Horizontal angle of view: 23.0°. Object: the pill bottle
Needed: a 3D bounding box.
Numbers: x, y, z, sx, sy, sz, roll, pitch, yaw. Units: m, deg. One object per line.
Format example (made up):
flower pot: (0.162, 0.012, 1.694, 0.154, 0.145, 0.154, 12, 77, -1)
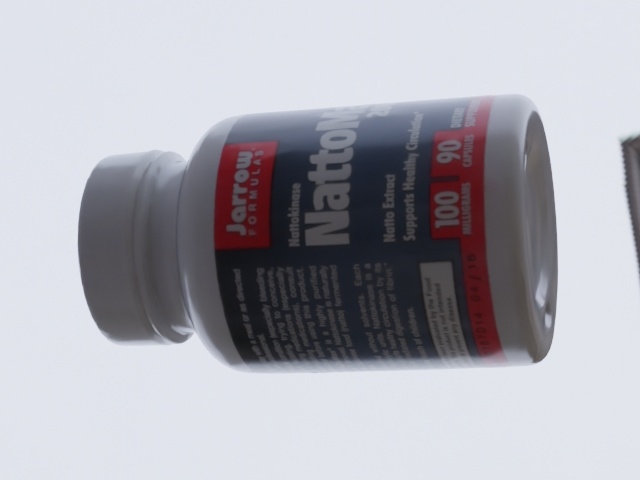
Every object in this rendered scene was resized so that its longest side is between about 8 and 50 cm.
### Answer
pill bottle: (0.000, 0.000, 0.636, 0.180, 0.108, 0.108, -3, -74, 15)
